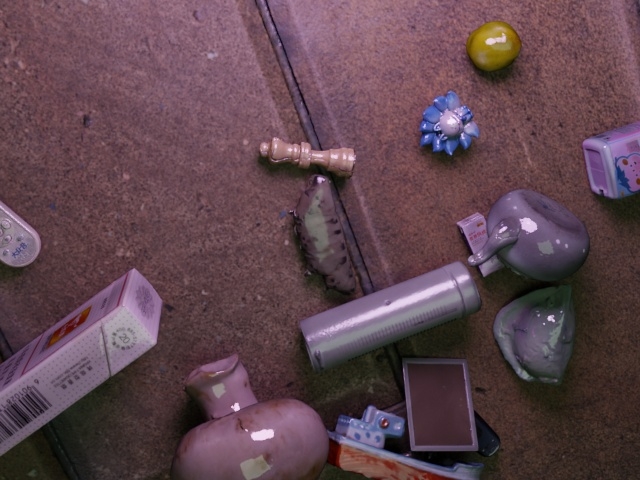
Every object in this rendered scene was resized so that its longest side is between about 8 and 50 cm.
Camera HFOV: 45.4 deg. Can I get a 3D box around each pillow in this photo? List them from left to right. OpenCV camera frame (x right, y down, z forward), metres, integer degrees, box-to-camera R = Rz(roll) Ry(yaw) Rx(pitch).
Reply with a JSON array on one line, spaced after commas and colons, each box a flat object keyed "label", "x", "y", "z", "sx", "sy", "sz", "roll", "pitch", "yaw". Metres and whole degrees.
[{"label": "pillow", "x": -0.001, "y": -0.001, "z": 1.416, "sx": 0.093, "sy": 0.051, "sz": 0.241, "roll": -18, "pitch": 108, "yaw": -10}]

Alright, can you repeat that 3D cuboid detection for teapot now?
[{"label": "teapot", "x": 0.395, "y": -0.004, "z": 1.413, "sx": 0.294, "sy": 0.193, "sz": 0.129, "roll": 0, "pitch": 131, "yaw": -43}]

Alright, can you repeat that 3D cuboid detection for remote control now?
[{"label": "remote control", "x": -0.578, "y": -0.042, "z": 1.317, "sx": 0.078, "sy": 0.042, "sz": 0.221, "roll": -44, "pitch": 106, "yaw": 5}, {"label": "remote control", "x": 0.286, "y": 0.368, "z": 1.565, "sx": 0.222, "sy": 0.042, "sz": 0.072, "roll": 42, "pitch": 91, "yaw": -17}]

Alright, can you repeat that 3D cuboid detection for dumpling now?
[{"label": "dumpling", "x": 0.431, "y": 0.182, "z": 1.507, "sx": 0.149, "sy": 0.105, "sz": 0.217, "roll": 6, "pitch": 104, "yaw": -11}]

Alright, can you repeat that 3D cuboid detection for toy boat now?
[{"label": "toy boat", "x": 0.176, "y": 0.422, "z": 1.518, "sx": 0.331, "sy": 0.145, "sz": 0.133, "roll": 21, "pitch": 76, "yaw": -12}]

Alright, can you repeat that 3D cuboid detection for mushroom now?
[{"label": "mushroom", "x": -0.136, "y": 0.355, "z": 1.399, "sx": 0.297, "sy": 0.297, "sz": 0.290, "roll": -19, "pitch": 69, "yaw": -4}]

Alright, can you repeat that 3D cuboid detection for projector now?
[{"label": "projector", "x": 0.130, "y": 0.144, "z": 1.448, "sx": 0.337, "sy": 0.108, "sz": 0.108, "roll": -20, "pitch": 107, "yaw": -3}]

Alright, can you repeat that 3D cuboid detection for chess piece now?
[{"label": "chess piece", "x": -0.026, "y": -0.150, "z": 1.371, "sx": 0.172, "sy": 0.060, "sz": 0.060, "roll": 7, "pitch": 103, "yaw": -10}]

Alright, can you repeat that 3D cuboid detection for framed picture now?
[{"label": "framed picture", "x": 0.233, "y": 0.320, "z": 1.501, "sx": 0.142, "sy": 0.011, "sz": 0.183, "roll": 3, "pitch": 65, "yaw": -15}]

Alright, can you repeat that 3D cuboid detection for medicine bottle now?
[{"label": "medicine bottle", "x": 0.608, "y": -0.161, "z": 1.451, "sx": 0.188, "sy": 0.094, "sz": 0.119, "roll": -19, "pitch": 105, "yaw": -4}]

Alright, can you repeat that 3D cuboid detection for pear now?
[{"label": "pear", "x": 0.310, "y": -0.342, "z": 1.359, "sx": 0.092, "sy": 0.097, "sz": 0.092, "roll": -20, "pitch": 123, "yaw": -35}]

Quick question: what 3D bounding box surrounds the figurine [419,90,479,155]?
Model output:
[{"label": "figurine", "x": 0.223, "y": -0.204, "z": 1.385, "sx": 0.114, "sy": 0.079, "sz": 0.114, "roll": -5, "pitch": 110, "yaw": -13}]

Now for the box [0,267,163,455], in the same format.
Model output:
[{"label": "box", "x": -0.432, "y": 0.201, "z": 1.316, "sx": 0.330, "sy": 0.210, "sz": 0.095, "roll": -37, "pitch": 107, "yaw": 2}]

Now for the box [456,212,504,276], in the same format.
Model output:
[{"label": "box", "x": 0.309, "y": 0.009, "z": 1.477, "sx": 0.050, "sy": 0.036, "sz": 0.117, "roll": -29, "pitch": 107, "yaw": -2}]
